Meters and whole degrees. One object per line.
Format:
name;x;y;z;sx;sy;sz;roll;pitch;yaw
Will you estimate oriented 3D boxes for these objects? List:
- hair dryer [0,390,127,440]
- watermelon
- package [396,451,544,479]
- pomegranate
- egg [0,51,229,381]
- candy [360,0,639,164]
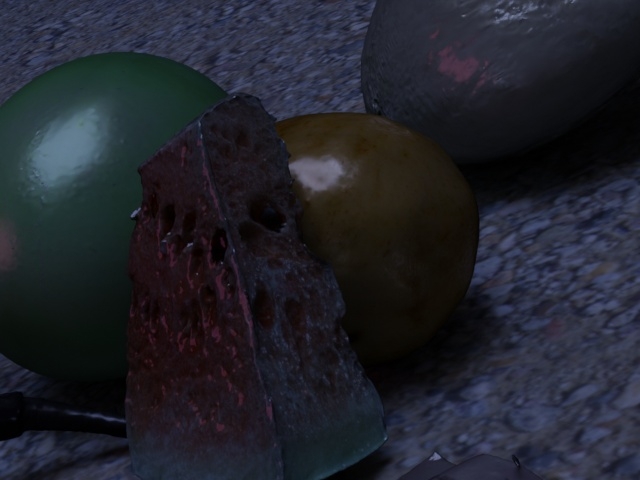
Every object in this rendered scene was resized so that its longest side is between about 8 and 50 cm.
hair dryer;-0.285;0.142;1.118;0.359;0.120;0.304;2;57;-7
watermelon;-0.056;0.032;1.055;0.154;0.241;0.094;-8;-2;42
package;0.043;0.184;0.820;0.204;0.062;0.251;-29;26;-21
pomegranate;0.010;0.004;1.147;0.196;0.196;0.196;-17;21;6
egg;-0.152;-0.018;1.268;0.220;0.220;0.270;-6;26;30
candy;0.157;-0.181;1.409;0.295;0.185;0.295;-37;13;10
